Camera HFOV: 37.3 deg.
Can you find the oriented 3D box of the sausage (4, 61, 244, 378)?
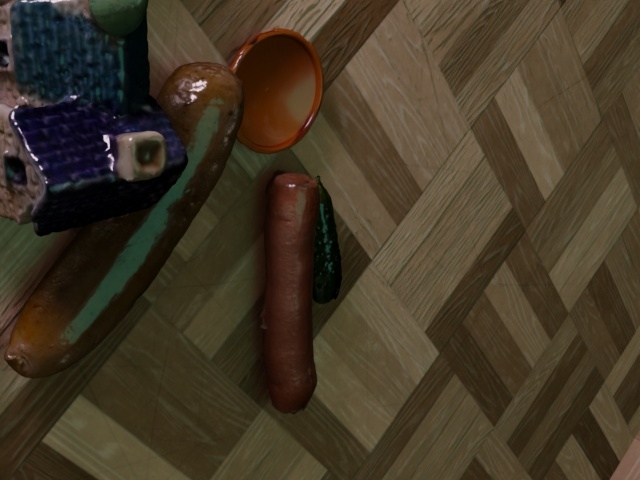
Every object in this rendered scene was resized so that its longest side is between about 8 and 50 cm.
[{"bbox_3d":[-0.251,-0.025,1.296,0.501,0.123,0.136,-59,139,-8],"label":"sausage"}]

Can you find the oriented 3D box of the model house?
[{"bbox_3d":[-0.292,-0.168,1.098,0.243,0.284,0.298,-20,119,-43],"label":"model house"}]

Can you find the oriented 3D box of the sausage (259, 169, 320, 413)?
[{"bbox_3d":[-0.049,0.092,1.557,0.094,0.094,0.419,-66,158,-66],"label":"sausage"}]

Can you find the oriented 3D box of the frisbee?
[{"bbox_3d":[-0.074,-0.228,1.449,0.192,0.035,0.192,-17,117,-38],"label":"frisbee"}]

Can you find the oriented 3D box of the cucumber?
[{"bbox_3d":[0.000,0.000,1.592,0.069,0.069,0.227,-22,116,-37],"label":"cucumber"}]
